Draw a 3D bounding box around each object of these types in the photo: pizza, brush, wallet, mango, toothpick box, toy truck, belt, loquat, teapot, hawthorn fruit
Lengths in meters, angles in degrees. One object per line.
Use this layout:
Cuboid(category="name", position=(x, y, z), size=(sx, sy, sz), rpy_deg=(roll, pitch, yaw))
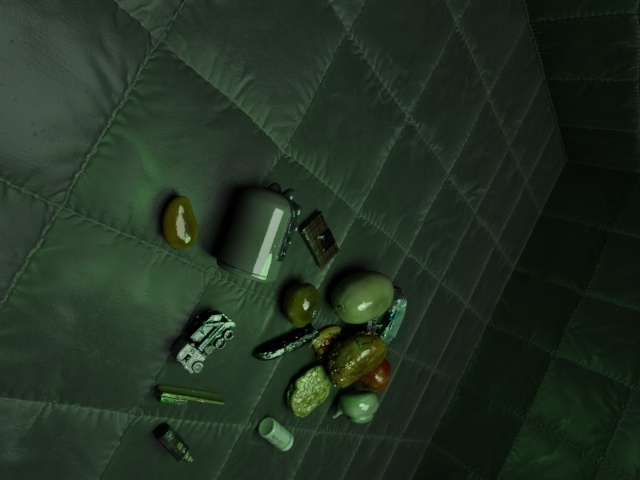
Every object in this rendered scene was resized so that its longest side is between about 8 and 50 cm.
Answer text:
Cuboid(category="pizza", position=(0.024, 0.495, 1.874), size=(0.188, 0.062, 0.199), rpy_deg=(-18, 121, -36))
Cuboid(category="brush", position=(-0.457, 0.558, 1.442), size=(0.282, 0.054, 0.048), rpy_deg=(32, 93, -46))
Cuboid(category="wallet", position=(0.000, 0.000, 1.658), size=(0.124, 0.042, 0.230), rpy_deg=(-43, 130, -19))
Cuboid(category="mango", position=(-0.417, -0.053, 1.212), size=(0.103, 0.076, 0.161), rpy_deg=(-9, 110, -36))
Cuboid(category="toothpick box", position=(-0.185, -0.034, 1.332), size=(0.228, 0.228, 0.317), rpy_deg=(17, 94, -46))
Cuboid(category="toy truck", position=(-0.398, 0.327, 1.371), size=(0.216, 0.110, 0.116), rpy_deg=(-46, 120, -19))
Cuboid(category="belt", position=(0.308, 0.376, 2.057), size=(0.260, 0.122, 0.325), rpy_deg=(30, 83, -39))
Cuboid(category="loquat", position=(-0.076, 0.258, 1.621), size=(0.151, 0.152, 0.196), rpy_deg=(-8, 104, -42))
Cuboid(category="teapot", position=(0.218, 0.852, 2.111), size=(0.318, 0.219, 0.149), rpy_deg=(14, 71, -51))
Cuboid(category="hawthorn fruit", position=(0.276, 0.660, 2.105), size=(0.226, 0.196, 0.197), rpy_deg=(-53, 137, -35))

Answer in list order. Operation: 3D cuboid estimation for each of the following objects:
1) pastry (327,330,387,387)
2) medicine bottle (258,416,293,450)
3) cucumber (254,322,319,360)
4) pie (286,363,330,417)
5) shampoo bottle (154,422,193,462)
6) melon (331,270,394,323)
Cuboid(category="pastry", position=(0.154, 0.532, 1.875), size=(0.310, 0.162, 0.255), rpy_deg=(-23, 141, -28))
Cuboid(category="medicine bottle", position=(-0.195, 0.851, 1.792), size=(0.086, 0.086, 0.184), rpy_deg=(-47, 133, -20))
Cuboid(category="cucumber", position=(-0.133, 0.428, 1.684), size=(0.303, 0.081, 0.072), rpy_deg=(-20, 149, -37))
Cuboid(category="pie", position=(-0.050, 0.669, 1.855), size=(0.247, 0.089, 0.201), rpy_deg=(-28, 114, -34))
Cuboid(category="shampoo bottle", position=(-0.517, 0.730, 1.453), size=(0.057, 0.063, 0.208), rpy_deg=(-46, 132, -34))
Cuboid(category="melon", position=(0.187, 0.250, 1.815), size=(0.316, 0.223, 0.223), rpy_deg=(-18, 119, -37))
